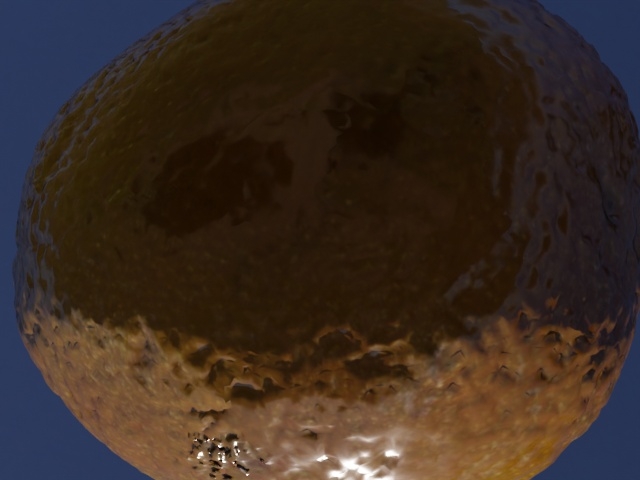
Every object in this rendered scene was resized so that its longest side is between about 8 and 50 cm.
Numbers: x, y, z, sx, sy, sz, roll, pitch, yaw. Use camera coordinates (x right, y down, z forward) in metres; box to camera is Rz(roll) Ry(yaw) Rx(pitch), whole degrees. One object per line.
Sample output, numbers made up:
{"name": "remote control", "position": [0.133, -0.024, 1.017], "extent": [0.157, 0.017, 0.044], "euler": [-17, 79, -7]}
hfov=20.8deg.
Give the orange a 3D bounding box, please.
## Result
{"name": "orange", "position": [0.000, 0.000, 0.991], "extent": [0.357, 0.322, 0.322], "euler": [-4, -127, 25]}
